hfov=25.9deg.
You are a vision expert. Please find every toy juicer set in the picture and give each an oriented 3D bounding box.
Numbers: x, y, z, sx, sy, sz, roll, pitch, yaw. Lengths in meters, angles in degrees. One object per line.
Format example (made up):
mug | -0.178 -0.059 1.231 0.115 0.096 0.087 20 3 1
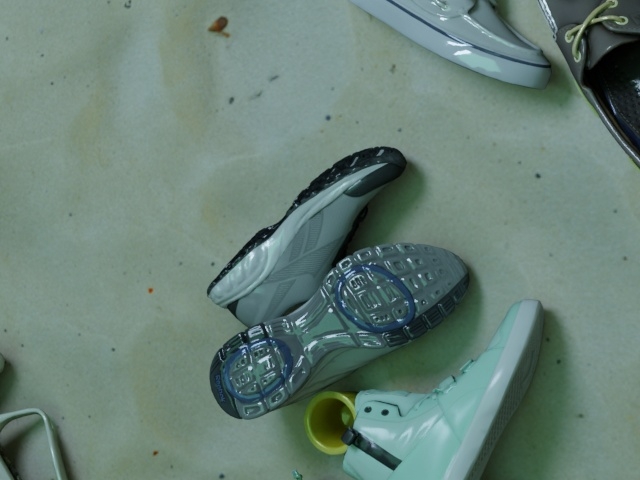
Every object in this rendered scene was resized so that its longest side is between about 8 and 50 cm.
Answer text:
toy juicer set | 0.099 0.313 1.464 0.329 0.089 0.209 27 105 25

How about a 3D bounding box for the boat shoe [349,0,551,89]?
boat shoe | 0.131 -0.243 1.420 0.267 0.096 0.088 36 114 31

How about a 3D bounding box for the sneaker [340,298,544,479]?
sneaker | 0.118 0.150 1.404 0.151 0.094 0.256 25 79 23

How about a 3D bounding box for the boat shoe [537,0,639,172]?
boat shoe | 0.292 -0.175 1.327 0.117 0.097 0.324 -36 76 26

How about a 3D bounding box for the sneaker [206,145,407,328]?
sneaker | 0.000 0.000 1.511 0.108 0.100 0.271 45 112 -4

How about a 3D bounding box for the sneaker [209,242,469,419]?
sneaker | 0.024 0.093 1.488 0.297 0.129 0.111 -27 76 9

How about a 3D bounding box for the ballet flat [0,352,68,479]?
ballet flat | -0.429 0.246 1.738 0.182 0.164 0.482 -35 81 4
